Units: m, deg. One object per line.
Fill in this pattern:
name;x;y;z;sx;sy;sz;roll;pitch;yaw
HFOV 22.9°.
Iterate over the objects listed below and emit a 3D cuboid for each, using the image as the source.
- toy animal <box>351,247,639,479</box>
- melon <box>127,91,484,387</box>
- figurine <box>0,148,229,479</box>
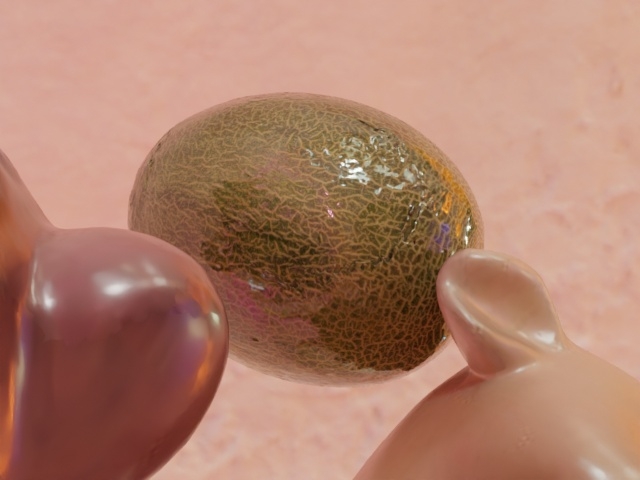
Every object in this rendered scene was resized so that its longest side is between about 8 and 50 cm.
toy animal;0.092;0.167;0.669;0.256;0.213;0.195;-53;155;-33
melon;0.000;0.000;0.755;0.139;0.192;0.139;18;90;-73
figurine;-0.192;0.052;0.467;0.261;0.211;0.269;-56;145;6
